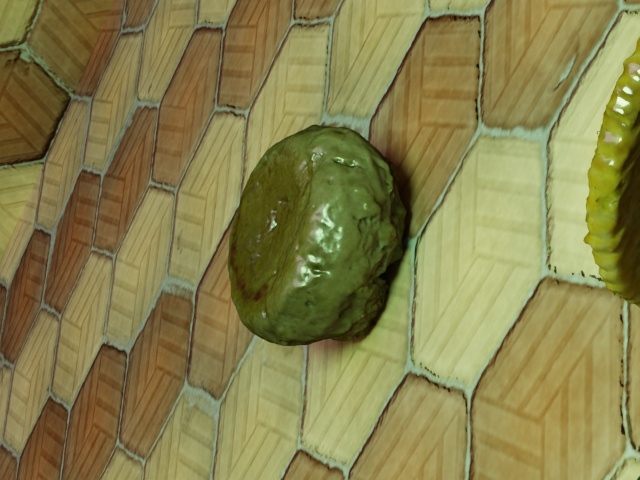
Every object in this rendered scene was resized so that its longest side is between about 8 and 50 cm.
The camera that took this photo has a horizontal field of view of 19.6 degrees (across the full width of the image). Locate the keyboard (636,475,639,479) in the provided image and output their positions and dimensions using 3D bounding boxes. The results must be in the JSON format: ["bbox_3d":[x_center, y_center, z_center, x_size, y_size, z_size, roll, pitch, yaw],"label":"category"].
[{"bbox_3d":[0.248,0.149,1.276,0.196,0.015,0.074,-63,24,24],"label":"keyboard"}]

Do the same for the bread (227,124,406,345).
[{"bbox_3d":[0.000,0.000,1.827,0.230,0.123,0.230,-38,43,48],"label":"bread"}]

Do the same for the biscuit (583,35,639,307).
[{"bbox_3d":[0.246,-0.076,1.157,0.035,0.254,0.254,30,105,36],"label":"biscuit"}]
